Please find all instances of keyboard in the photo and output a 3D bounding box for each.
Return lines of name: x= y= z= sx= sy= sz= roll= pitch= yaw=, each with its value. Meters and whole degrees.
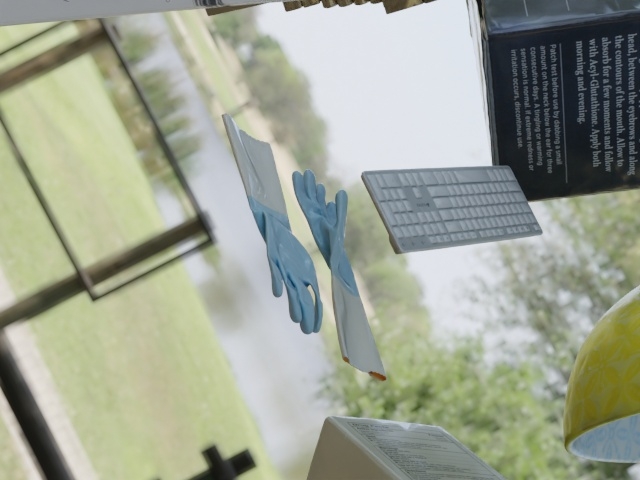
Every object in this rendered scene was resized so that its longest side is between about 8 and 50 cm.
keyboard: x=0.116 y=-0.029 z=1.237 sx=0.256 sy=0.014 sz=0.072 roll=-6 pitch=73 yaw=-56

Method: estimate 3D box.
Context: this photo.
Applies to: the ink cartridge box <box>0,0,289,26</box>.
ink cartridge box: x=-0.092 y=-0.238 z=0.937 sx=0.198 sy=0.273 sz=0.114 roll=-90 pitch=175 yaw=-52

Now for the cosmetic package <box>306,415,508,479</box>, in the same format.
cosmetic package: x=0.126 y=0.292 z=1.466 sx=0.160 sy=0.113 sz=0.309 roll=10 pitch=13 yaw=-31

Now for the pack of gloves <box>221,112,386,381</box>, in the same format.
pack of gloves: x=0.000 y=0.000 z=1.392 sx=0.195 sy=0.046 sz=0.232 roll=36 pitch=31 yaw=-54

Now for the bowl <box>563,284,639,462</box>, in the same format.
bowl: x=0.338 y=0.083 z=1.226 sx=0.289 sy=0.290 sz=0.156 roll=62 pitch=23 yaw=-70

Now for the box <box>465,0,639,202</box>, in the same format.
box: x=0.345 y=-0.224 z=1.434 sx=0.293 sy=0.396 sz=0.212 roll=-92 pitch=173 yaw=-47

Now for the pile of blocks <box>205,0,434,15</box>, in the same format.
pile of blocks: x=0.004 y=-0.334 z=1.641 sx=0.362 sy=0.149 sz=0.112 roll=7 pitch=-52 yaw=38
